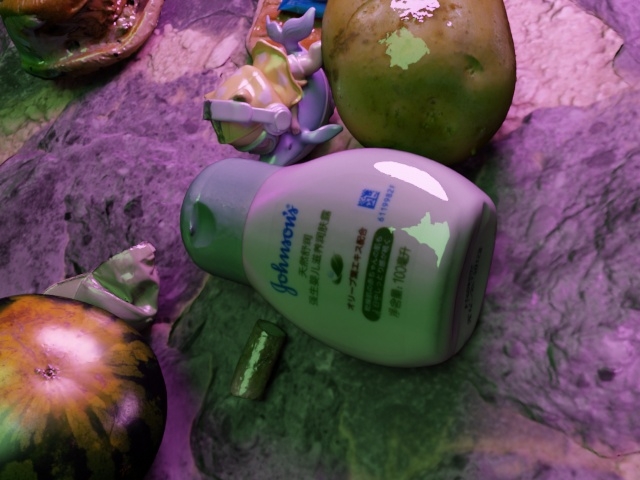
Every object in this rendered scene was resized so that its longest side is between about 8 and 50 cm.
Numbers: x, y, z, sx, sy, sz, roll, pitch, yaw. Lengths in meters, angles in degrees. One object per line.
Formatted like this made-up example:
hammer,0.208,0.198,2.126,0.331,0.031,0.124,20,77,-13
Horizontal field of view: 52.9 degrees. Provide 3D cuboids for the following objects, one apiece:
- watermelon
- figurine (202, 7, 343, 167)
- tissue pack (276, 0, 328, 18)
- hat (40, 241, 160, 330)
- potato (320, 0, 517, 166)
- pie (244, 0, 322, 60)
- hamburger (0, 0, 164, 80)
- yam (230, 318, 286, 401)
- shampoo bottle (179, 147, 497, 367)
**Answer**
watermelon,-0.300,0.188,0.698,0.269,0.269,0.269,-9,65,19
figurine,-0.057,-0.181,0.800,0.128,0.184,0.208,11,99,47
tissue pack,0.010,-0.338,0.875,0.138,0.028,0.085,22,77,30
hat,-0.275,0.078,0.811,0.166,0.122,0.081,-16,52,-9
potato,0.110,-0.226,0.733,0.216,0.216,0.304,-6,69,21
pie,-0.020,-0.320,0.919,0.195,0.046,0.195,-10,64,21
hamburger,-0.397,-0.363,1.025,0.288,0.167,0.192,0,67,23
yam,-0.072,0.138,0.745,0.043,0.043,0.094,16,77,28
shampoo bottle,0.000,0.000,0.702,0.349,0.151,0.222,16,107,29
